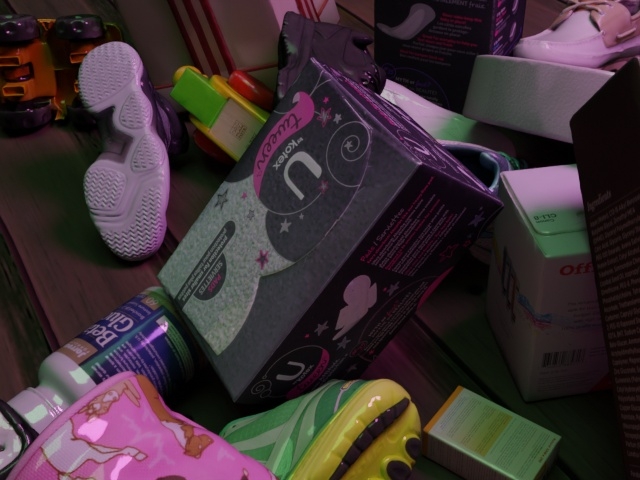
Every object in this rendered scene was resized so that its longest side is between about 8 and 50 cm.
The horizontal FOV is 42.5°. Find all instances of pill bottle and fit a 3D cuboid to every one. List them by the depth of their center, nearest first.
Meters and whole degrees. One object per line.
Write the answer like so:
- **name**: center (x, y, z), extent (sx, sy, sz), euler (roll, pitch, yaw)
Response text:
- **pill bottle**: center (-0.188, 0.122, 0.730), extent (0.094, 0.094, 0.169), euler (26, 47, 31)

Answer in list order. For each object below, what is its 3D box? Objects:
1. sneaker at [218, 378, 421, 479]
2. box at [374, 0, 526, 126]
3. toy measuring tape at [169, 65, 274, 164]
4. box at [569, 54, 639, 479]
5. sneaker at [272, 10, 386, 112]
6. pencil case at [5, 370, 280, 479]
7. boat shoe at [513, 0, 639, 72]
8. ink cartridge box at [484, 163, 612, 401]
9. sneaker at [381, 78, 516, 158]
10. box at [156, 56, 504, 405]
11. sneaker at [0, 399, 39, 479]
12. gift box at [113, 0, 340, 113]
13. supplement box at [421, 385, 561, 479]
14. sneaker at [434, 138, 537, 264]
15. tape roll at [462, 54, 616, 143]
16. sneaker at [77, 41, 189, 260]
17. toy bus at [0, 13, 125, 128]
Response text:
- **sneaker**: center (-0.051, 0.210, 0.629), extent (0.295, 0.110, 0.123), euler (-33, 18, -26)
- **box**: center (0.170, -0.290, 1.078), extent (0.165, 0.271, 0.143), euler (18, 44, 23)
- **toy measuring tape**: center (-0.063, -0.118, 1.033), extent (0.330, 0.121, 0.121), euler (40, 54, 20)
- **box**: center (0.311, 0.066, 0.570), extent (0.191, 0.143, 0.382), euler (-6, 78, -3)
- **sneaker**: center (0.011, -0.162, 0.933), extent (0.130, 0.109, 0.286), euler (5, 51, -2)
- **pencil case**: center (-0.008, 0.226, 0.452), extent (0.386, 0.167, 0.160), euler (30, 85, 7)
- **boat shoe**: center (0.359, -0.280, 1.122), extent (0.113, 0.103, 0.302), euler (21, 27, 37)
- **ink cartridge box**: center (0.232, 0.034, 0.746), extent (0.128, 0.176, 0.127), euler (-7, 39, -5)
- **sneaker**: center (0.068, -0.107, 0.989), extent (0.292, 0.108, 0.169), euler (20, 41, 25)
- **box**: center (0.000, 0.000, 0.712), extent (0.142, 0.247, 0.163), euler (18, 25, -51)
- **sneaker**: center (-0.306, 0.233, 0.541), extent (0.257, 0.169, 0.448), euler (-13, 37, -9)
- **gift box**: center (-0.139, -0.330, 1.169), extent (0.276, 0.258, 0.255), euler (-4, 37, 26)
- **supplement box**: center (0.142, 0.173, 0.691), extent (0.098, 0.036, 0.062), euler (25, 46, 30)
- **sneaker**: center (0.177, -0.036, 0.829), extent (0.282, 0.122, 0.110), euler (10, 75, -9)
- **tape roll**: center (0.347, -0.123, 0.874), extent (0.391, 0.072, 0.392), euler (13, 11, -3)
- **sneaker**: center (-0.211, -0.095, 0.998), extent (0.101, 0.153, 0.269), euler (-15, 73, 10)
- **toy bus**: center (-0.380, -0.261, 1.201), extent (0.220, 0.150, 0.211), euler (-3, 23, -3)
